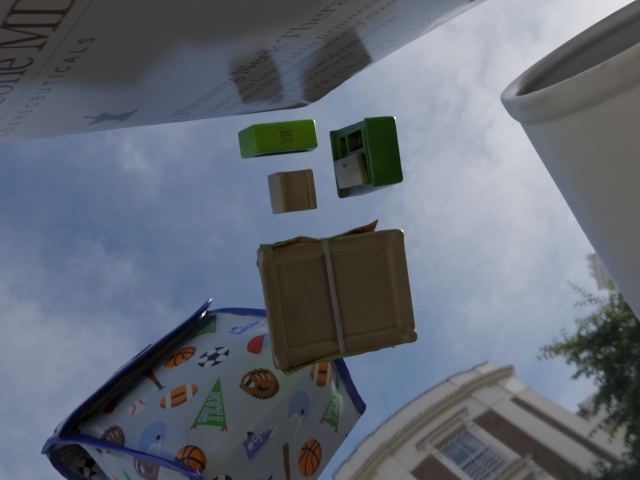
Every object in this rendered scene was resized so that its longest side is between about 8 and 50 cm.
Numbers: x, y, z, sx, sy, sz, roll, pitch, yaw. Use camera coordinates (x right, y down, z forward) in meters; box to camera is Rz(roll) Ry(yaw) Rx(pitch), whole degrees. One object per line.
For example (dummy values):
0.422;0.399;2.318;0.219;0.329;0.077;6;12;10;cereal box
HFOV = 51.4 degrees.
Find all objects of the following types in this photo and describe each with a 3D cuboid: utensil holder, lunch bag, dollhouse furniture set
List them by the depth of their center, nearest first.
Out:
0.469;-0.106;0.851;0.328;0.328;0.385;-36;-78;-15;utensil holder
0.000;0.000;0.871;0.198;0.151;0.301;-8;-88;-17;dollhouse furniture set
-0.189;0.257;1.002;0.328;0.386;0.238;-42;-57;-42;lunch bag

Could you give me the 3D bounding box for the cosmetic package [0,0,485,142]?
-0.103;-0.278;0.451;0.394;0.330;0.327;-17;-91;-41;cosmetic package
